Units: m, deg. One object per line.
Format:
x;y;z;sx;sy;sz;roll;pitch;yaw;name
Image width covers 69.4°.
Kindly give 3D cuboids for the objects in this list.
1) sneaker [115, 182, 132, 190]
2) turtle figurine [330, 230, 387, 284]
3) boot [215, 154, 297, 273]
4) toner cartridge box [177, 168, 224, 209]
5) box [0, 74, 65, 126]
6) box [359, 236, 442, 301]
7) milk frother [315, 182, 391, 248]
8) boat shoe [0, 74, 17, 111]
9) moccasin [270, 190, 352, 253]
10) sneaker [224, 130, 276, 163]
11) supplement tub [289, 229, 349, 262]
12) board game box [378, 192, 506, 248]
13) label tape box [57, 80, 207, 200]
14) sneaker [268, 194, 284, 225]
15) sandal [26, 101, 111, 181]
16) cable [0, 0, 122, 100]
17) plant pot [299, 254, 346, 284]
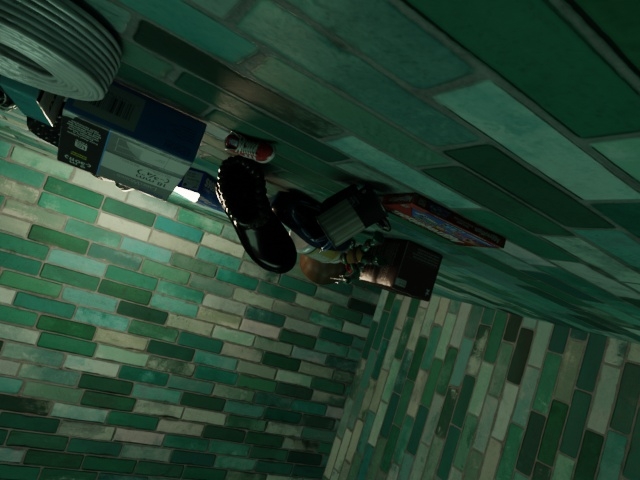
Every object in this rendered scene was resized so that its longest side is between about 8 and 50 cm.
-0.685;-0.276;1.571;0.140;0.125;0.341;-10;167;6;sneaker
0.119;0.052;1.594;0.234;0.175;0.118;-18;179;44;turtle figurine
-0.161;-0.050;1.212;0.348;0.131;0.260;54;166;-11;boot
-0.431;-0.182;1.670;0.165;0.075;0.348;19;174;11;toner cartridge box
-0.528;-0.292;0.868;0.060;0.100;0.244;22;173;-23;box
0.275;0.097;1.600;0.168;0.167;0.203;23;173;-29;box
0.078;-0.037;1.012;0.143;0.135;0.129;57;-175;-25;milk frother
-0.659;-0.324;0.951;0.113;0.105;0.306;20;174;-8;boat shoe
-0.009;-0.034;1.410;0.342;0.137;0.117;23;180;-43;moccasin
-0.146;-0.188;0.926;0.118;0.042;0.067;16;177;42;sneaker
0.000;0.000;1.672;0.144;0.144;0.200;13;172;42;supplement tub
0.271;-0.042;1.054;0.281;0.027;0.145;22;174;-26;board game box
-0.421;-0.188;1.000;0.241;0.106;0.334;22;154;-25;label tape box
-0.124;-0.084;1.490;0.091;0.094;0.258;1;170;19;sneaker
-0.572;-0.263;1.214;0.168;0.107;0.446;-9;167;1;sandal
-0.415;-0.286;0.640;0.257;0.089;0.257;24;172;-38;cable
0.023;0.050;1.911;0.215;0.215;0.230;18;159;3;plant pot
